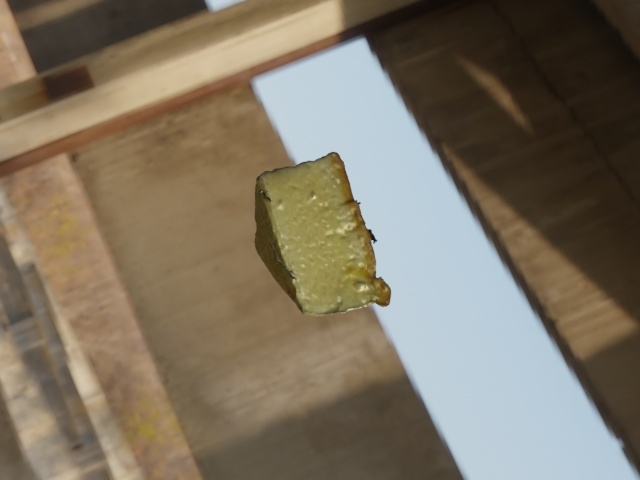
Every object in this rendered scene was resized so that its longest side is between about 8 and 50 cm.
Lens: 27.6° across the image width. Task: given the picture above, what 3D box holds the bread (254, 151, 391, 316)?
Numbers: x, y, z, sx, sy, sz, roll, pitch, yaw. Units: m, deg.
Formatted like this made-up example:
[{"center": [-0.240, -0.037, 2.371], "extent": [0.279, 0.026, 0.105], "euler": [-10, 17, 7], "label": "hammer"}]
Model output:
[{"center": [0.000, 0.000, 0.979], "extent": [0.109, 0.084, 0.080], "euler": [51, -34, 46], "label": "bread"}]
